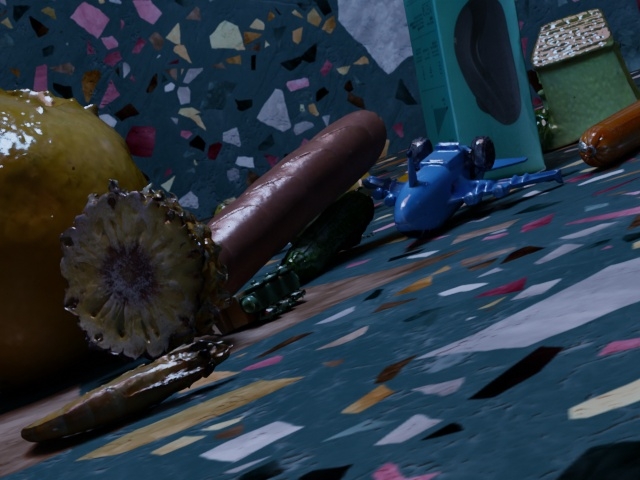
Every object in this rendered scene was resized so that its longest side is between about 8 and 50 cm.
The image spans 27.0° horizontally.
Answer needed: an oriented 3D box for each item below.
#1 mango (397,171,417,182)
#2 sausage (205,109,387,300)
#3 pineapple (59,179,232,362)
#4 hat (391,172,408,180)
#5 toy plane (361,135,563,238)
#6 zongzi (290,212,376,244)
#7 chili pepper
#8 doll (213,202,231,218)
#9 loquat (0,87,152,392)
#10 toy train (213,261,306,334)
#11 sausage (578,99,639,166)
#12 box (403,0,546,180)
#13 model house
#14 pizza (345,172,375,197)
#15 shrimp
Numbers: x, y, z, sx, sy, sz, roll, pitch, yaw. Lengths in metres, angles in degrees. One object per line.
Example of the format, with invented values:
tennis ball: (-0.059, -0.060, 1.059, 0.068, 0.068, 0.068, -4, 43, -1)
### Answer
mango: (0.135, -0.064, 1.774, 0.078, 0.057, 0.114, -12, 9, 0)
sausage: (-0.052, -0.034, 1.528, 0.433, 0.088, 0.088, -44, 18, -33)
pineapple: (-0.150, 0.031, 1.281, 0.161, 0.176, 0.137, -51, -14, 18)
hat: (0.210, -0.159, 2.108, 0.244, 0.149, 0.214, -5, 11, 24)
toy plane: (0.147, -0.068, 1.571, 0.254, 0.105, 0.271, 0, 10, 27)
zongzi: (0.044, -0.028, 1.795, 0.154, 0.062, 0.130, -6, 2, 44)
chili pepper: (0.000, 0.000, 1.567, 0.088, 0.059, 0.227, -61, -9, 23)
doll: (-0.141, -0.005, 1.985, 0.137, 0.097, 0.209, -28, 3, -24)
loquat: (-0.337, -0.005, 1.423, 0.328, 0.328, 0.328, -19, 5, 2)
toy train: (-0.059, 0.058, 1.335, 0.064, 0.044, 0.103, -28, 0, 31)
sausage: (0.404, -0.149, 1.682, 0.053, 0.053, 0.348, -15, 7, 38)
box: (0.206, -0.230, 1.831, 0.118, 0.311, 0.205, -11, 4, -4)
model house: (0.398, -0.256, 2.087, 0.195, 0.189, 0.214, -16, 7, 16)
pizza: (0.016, -0.086, 2.190, 0.058, 0.127, 0.246, 3, -15, -30)
shrimp: (-0.156, 0.124, 1.078, 0.178, 0.034, 0.124, -25, 0, -13)
